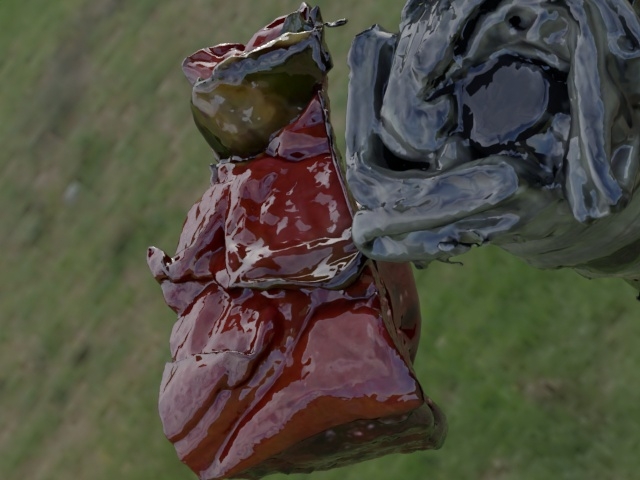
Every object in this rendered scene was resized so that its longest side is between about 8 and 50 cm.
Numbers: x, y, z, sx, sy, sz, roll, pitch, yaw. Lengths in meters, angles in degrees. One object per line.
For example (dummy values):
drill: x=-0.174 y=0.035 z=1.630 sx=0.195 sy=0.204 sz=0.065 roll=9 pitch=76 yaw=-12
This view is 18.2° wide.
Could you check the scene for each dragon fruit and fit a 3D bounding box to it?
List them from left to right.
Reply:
dragon fruit: x=0.007 y=-0.009 z=0.752 sx=0.092 sy=0.122 sz=0.192 roll=-45 pitch=44 yaw=49

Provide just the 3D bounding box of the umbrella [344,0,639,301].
umbrella: x=0.133 y=-0.016 z=0.694 sx=0.113 sy=0.358 sz=0.106 roll=-19 pitch=68 yaw=30
